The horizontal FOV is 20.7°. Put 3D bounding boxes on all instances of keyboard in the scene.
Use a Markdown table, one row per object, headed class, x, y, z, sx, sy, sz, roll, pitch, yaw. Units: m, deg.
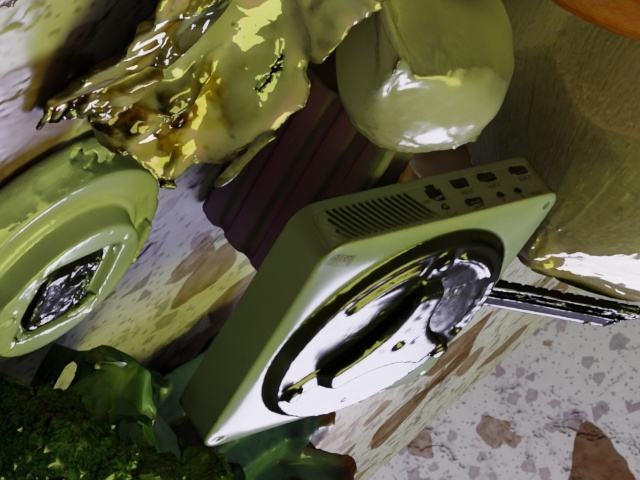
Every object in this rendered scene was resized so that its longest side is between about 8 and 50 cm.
| class | x | y | z | sx | sy | sz | roll | pitch | yaw |
| --- | --- | --- | --- | --- | --- | --- | --- | --- | --- |
| keyboard | 0.170 | 0.050 | 1.598 | 0.250 | 0.017 | 0.087 | 10 | 168 | -20 |

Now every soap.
| class | x | y | z | sx | sy | sz | roll | pitch | yaw |
| --- | --- | --- | --- | --- | --- | --- | --- | --- | --- |
| soap | -0.007 | -0.056 | 1.390 | 0.065 | 0.122 | 0.203 | -31 | 161 | -42 |

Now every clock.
| class | x | y | z | sx | sy | sz | roll | pitch | yaw |
| --- | --- | --- | --- | --- | --- | --- | --- | --- | --- |
| clock | -0.193 | 0.020 | 1.242 | 0.236 | 0.053 | 0.236 | -41 | 167 | -12 |

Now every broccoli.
| class | x | y | z | sx | sy | sz | roll | pitch | yaw |
| --- | --- | --- | --- | --- | --- | --- | --- | --- | --- |
| broccoli | -0.201 | 0.203 | 1.374 | 0.308 | 0.307 | 0.275 | 113 | -9 | -57 |

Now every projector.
| class | x | y | z | sx | sy | sz | roll | pitch | yaw |
| --- | --- | --- | --- | --- | --- | --- | --- | --- | --- |
| projector | 0.042 | 0.055 | 1.407 | 0.257 | 0.079 | 0.259 | -14 | 148 | -40 |

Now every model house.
| class | x | y | z | sx | sy | sz | roll | pitch | yaw |
| --- | --- | --- | --- | --- | --- | --- | --- | --- | --- |
| model house | -0.053 | 0.236 | 1.739 | 0.329 | 0.295 | 0.252 | -28 | 163 | -40 |

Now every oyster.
| class | x | y | z | sx | sy | sz | roll | pitch | yaw |
| --- | --- | --- | --- | --- | --- | --- | --- | --- | --- |
| oyster | -0.044 | -0.160 | 1.082 | 0.201 | 0.107 | 0.354 | 0 | 151 | -41 |

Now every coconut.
| class | x | y | z | sx | sy | sz | roll | pitch | yaw |
| --- | --- | --- | --- | --- | --- | --- | --- | --- | --- |
| coconut | 0.288 | -0.117 | 1.581 | 0.360 | 0.346 | 0.346 | -39 | 165 | -20 |

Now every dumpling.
| class | x | y | z | sx | sy | sz | roll | pitch | yaw |
| --- | --- | --- | --- | --- | --- | --- | --- | --- | --- |
| dumpling | 0.071 | -0.149 | 1.260 | 0.215 | 0.166 | 0.126 | 7 | 157 | -44 |

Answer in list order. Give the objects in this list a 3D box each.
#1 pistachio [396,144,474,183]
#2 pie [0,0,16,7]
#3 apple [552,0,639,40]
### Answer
| class | x | y | z | sx | sy | sz | roll | pitch | yaw |
| --- | --- | --- | --- | --- | --- | --- | --- | --- | --- |
| pistachio | 0.154 | -0.056 | 1.776 | 0.229 | 0.157 | 0.157 | -6 | 142 | -45 |
| pie | -0.156 | -0.159 | 0.861 | 0.153 | 0.038 | 0.153 | -41 | 168 | -11 |
| apple | 0.265 | -0.275 | 1.229 | 0.299 | 0.275 | 0.299 | -42 | 171 | -8 |
